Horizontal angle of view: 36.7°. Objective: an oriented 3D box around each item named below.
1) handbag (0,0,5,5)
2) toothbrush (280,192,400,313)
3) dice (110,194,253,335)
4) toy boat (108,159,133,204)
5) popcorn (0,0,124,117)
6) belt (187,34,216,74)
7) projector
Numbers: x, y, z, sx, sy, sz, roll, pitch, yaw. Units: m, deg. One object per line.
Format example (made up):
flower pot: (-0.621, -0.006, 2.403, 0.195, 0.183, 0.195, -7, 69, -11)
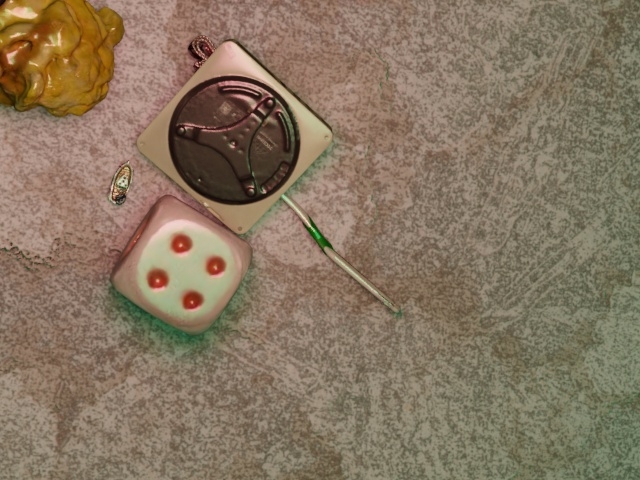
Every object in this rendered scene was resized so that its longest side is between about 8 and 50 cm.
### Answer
handbag: (-0.571, -0.452, 1.517, 0.254, 0.308, 0.093, -23, 142, 15)
toothbrush: (0.004, -0.004, 1.816, 0.418, 0.042, 0.040, 41, 96, -12)
dice: (-0.243, 0.042, 1.688, 0.192, 0.194, 0.193, 32, 87, -13)
toy boat: (-0.356, -0.105, 1.727, 0.038, 0.038, 0.083, 17, 93, -14)
popcorn: (-0.454, -0.316, 1.588, 0.250, 0.235, 0.241, 17, 74, -26)
belt: (-0.146, -0.279, 1.748, 0.232, 0.053, 0.071, 36, 92, -14)
projector: (-0.151, -0.179, 1.705, 0.257, 0.079, 0.259, 41, 103, -12)
